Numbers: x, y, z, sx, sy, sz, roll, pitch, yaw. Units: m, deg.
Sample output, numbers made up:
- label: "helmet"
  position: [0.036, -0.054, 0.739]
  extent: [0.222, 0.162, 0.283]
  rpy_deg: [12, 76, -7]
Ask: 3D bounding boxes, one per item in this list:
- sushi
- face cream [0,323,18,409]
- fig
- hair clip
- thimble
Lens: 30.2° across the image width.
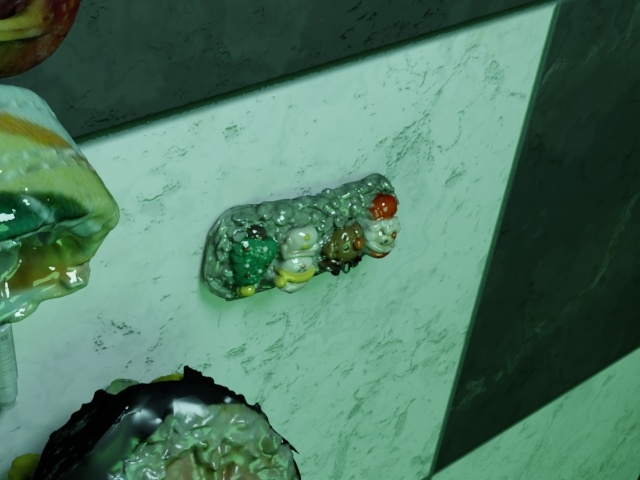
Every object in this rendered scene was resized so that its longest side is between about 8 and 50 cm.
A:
- label: "sushi"
  position: [-0.219, 0.302, 1.420]
  extent: [0.328, 0.285, 0.328]
  rpy_deg: [-49, 125, -14]
- label: "face cream"
  position: [-0.349, 0.136, 1.301]
  extent: [0.034, 0.034, 0.130]
  rpy_deg: [-27, 139, -32]
- label: "fig"
  position: [-0.259, -0.197, 0.945]
  extent: [0.175, 0.207, 0.175]
  rpy_deg: [-31, 140, -30]
- label: "hair clip"
  position: [0.001, 0.001, 1.539]
  extent: [0.321, 0.091, 0.138]
  rpy_deg: [-18, 131, -41]
- label: "thimble"
  position: [-0.319, -0.012, 1.021]
  extent: [0.254, 0.167, 0.288]
  rpy_deg: [-41, 167, 28]
